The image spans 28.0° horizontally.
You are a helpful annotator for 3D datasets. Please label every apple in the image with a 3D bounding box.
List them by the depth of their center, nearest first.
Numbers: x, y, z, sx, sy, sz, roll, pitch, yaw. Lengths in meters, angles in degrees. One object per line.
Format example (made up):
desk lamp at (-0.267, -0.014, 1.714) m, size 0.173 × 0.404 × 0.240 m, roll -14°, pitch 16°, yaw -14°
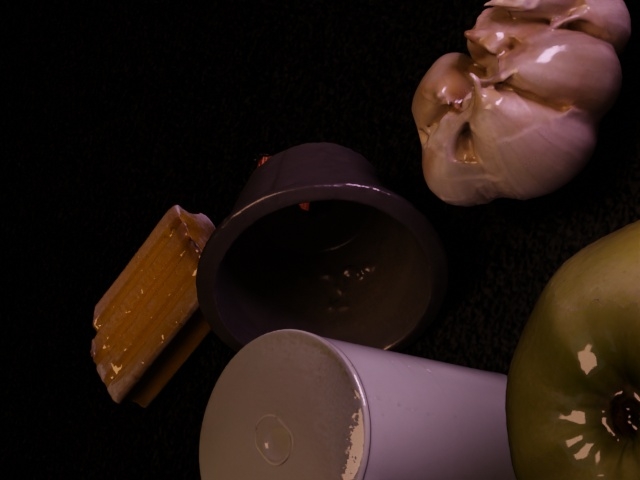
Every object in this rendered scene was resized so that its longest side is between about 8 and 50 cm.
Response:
apple at (0.316, 0.130, 0.998) m, size 0.357 × 0.357 × 0.357 m, roll -14°, pitch 69°, yaw 39°

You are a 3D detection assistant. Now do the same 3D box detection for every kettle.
kettle at (0.071, 0.227, 1.190) m, size 0.205 × 0.318 × 0.265 m, roll -29°, pitch 58°, yaw 31°

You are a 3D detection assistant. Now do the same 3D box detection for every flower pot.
flower pot at (0.000, 0.000, 1.399) m, size 0.269 × 0.269 × 0.166 m, roll -40°, pitch 31°, yaw 27°

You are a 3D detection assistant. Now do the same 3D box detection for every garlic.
garlic at (0.203, -0.149, 1.266) m, size 0.281 × 0.203 × 0.185 m, roll -47°, pitch 70°, yaw 17°

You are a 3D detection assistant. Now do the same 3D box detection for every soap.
soap at (-0.206, 0.086, 1.648) m, size 0.232 × 0.073 × 0.140 m, roll -51°, pitch 49°, yaw 19°

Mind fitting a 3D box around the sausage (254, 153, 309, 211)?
sausage at (-0.062, 0.031, 1.531) m, size 0.083 × 0.083 × 0.264 m, roll 4°, pitch 81°, yaw 43°
